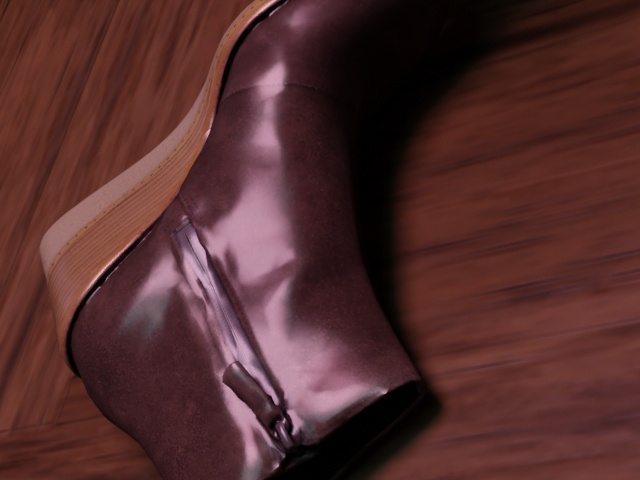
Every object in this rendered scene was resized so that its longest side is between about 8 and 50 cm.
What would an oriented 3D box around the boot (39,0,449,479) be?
[{"bbox_3d":[0.000,0.000,0.842,0.248,0.090,0.207,-42,47,4],"label":"boot"}]
